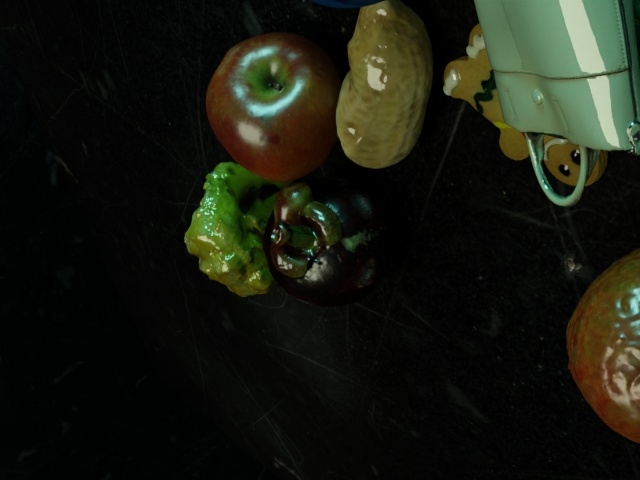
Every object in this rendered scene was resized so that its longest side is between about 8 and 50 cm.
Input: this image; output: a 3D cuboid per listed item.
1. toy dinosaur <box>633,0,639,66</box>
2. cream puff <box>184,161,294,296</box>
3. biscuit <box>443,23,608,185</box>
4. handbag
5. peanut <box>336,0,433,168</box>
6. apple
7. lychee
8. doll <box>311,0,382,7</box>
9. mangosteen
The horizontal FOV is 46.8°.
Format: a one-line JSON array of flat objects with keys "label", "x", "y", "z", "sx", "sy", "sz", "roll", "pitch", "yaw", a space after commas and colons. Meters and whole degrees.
[{"label": "toy dinosaur", "x": 0.325, "y": -0.215, "z": 0.721, "sx": 0.096, "sy": 0.059, "sz": 0.132, "roll": 49, "pitch": 161, "yaw": -6}, {"label": "cream puff", "x": -0.124, "y": -0.028, "z": 1.415, "sx": 0.185, "sy": 0.282, "sz": 0.282, "roll": -8, "pitch": 116, "yaw": 31}, {"label": "biscuit", "x": 0.252, "y": -0.159, "z": 0.909, "sx": 0.240, "sy": 0.035, "sz": 0.158, "roll": 48, "pitch": 153, "yaw": 14}, {"label": "handbag", "x": 0.245, "y": -0.187, "z": 0.751, "sx": 0.241, "sy": 0.109, "sz": 0.315, "roll": -132, "pitch": 21, "yaw": -68}, {"label": "peanut", "x": 0.085, "y": -0.213, "z": 1.016, "sx": 0.137, "sy": 0.122, "sz": 0.253, "roll": 49, "pitch": 150, "yaw": 28}, {"label": "apple", "x": -0.065, "y": -0.206, "z": 1.168, "sx": 0.230, "sy": 0.230, "sz": 0.230, "roll": 38, "pitch": 147, "yaw": 29}, {"label": "lychee", "x": 0.389, "y": 0.111, "z": 0.760, "sx": 0.255, "sy": 0.300, "sz": 0.255, "roll": 4, "pitch": 104, "yaw": 15}, {"label": "doll", "x": 0.015, "y": -0.394, "z": 0.803, "sx": 0.310, "sy": 0.284, "sz": 0.240, "roll": 56, "pitch": -176, "yaw": 37}, {"label": "mangosteen", "x": 0.000, "y": 0.000, "z": 1.234, "sx": 0.228, "sy": 0.228, "sz": 0.265, "roll": 41, "pitch": -168, "yaw": 25}]
